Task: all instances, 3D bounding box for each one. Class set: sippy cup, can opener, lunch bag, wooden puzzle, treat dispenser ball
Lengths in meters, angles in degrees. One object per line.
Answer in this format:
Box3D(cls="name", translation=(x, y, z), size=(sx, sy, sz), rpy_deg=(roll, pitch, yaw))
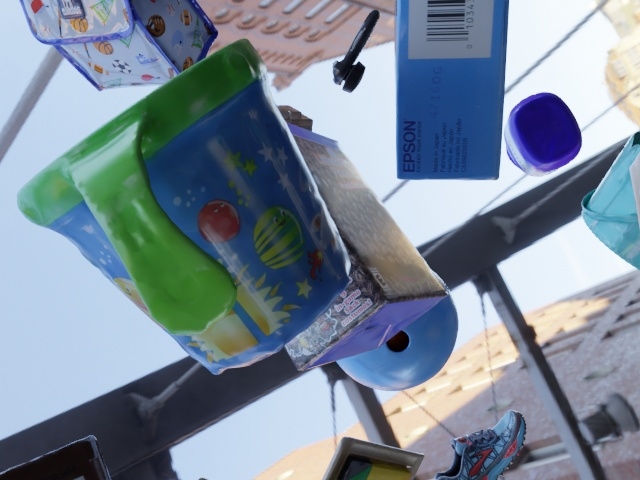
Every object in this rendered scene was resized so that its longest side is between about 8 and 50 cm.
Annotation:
Box3D(cls="sippy cup", translation=(-0.096, -0.017, 0.587), size=(0.224, 0.240, 0.305), rpy_deg=(55, -138, -13))
Box3D(cls="can opener", translation=(0.081, -0.423, 1.482), size=(0.073, 0.186, 0.059), rpy_deg=(23, -161, -9))
Box3D(cls="lunch bag", translation=(-0.491, -0.536, 1.574), size=(0.385, 0.327, 0.239), rpy_deg=(53, -134, -55))
Box3D(cls="wooden puzzle", translation=(0.088, 0.510, 1.332), size=(0.238, 0.221, 0.044), rpy_deg=(22, -175, -34))
Box3D(cls="treat dispenser ball", translation=(0.151, 0.177, 1.441), size=(0.288, 0.288, 0.288), rpy_deg=(33, -138, -35))

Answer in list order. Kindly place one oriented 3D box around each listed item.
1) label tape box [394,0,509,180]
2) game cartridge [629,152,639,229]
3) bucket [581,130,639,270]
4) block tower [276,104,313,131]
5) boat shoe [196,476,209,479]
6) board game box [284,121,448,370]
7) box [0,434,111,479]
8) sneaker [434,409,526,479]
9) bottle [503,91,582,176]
Box3D(cls="label tape box", translation=(0.142, -0.233, 0.794), size=(0.348, 0.115, 0.249), rpy_deg=(-77, -14, -69))
Box3D(cls="game cartridge", translation=(0.492, -0.004, 0.891), size=(0.285, 0.052, 0.324), rpy_deg=(62, -152, -70))
Box3D(cls="bucket", translation=(0.652, -0.060, 1.270), size=(0.281, 0.183, 0.281), rpy_deg=(21, -150, -13))
Box3D(cls="block tower", translation=(-0.084, -0.143, 1.573), size=(0.091, 0.335, 0.097), rpy_deg=(-2, -159, -20))
Box3D(cls="boat shoe", translation=(-0.197, 0.456, 0.984), size=(0.081, 0.068, 0.228), rpy_deg=(47, -160, -25))
Box3D(cls="board game box", translation=(0.000, 0.000, 0.889), size=(0.291, 0.141, 0.232), rpy_deg=(56, -158, 18))
Box3D(cls="box", translation=(-0.270, 0.361, 0.698), size=(0.143, 0.381, 0.191), rpy_deg=(-19, -111, -29))
Box3D(cls="sneaker", translation=(0.355, 0.473, 1.495), size=(0.125, 0.104, 0.262), rpy_deg=(40, -105, 3))
Box3D(cls="bottle", translation=(0.355, -0.164, 1.098), size=(0.118, 0.092, 0.283), rpy_deg=(63, -168, 3))
